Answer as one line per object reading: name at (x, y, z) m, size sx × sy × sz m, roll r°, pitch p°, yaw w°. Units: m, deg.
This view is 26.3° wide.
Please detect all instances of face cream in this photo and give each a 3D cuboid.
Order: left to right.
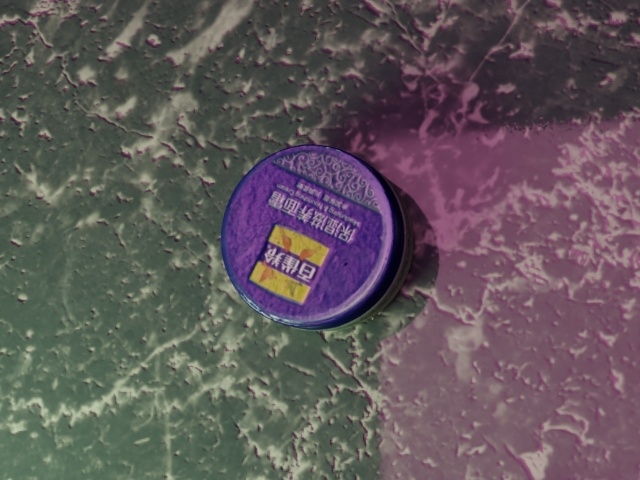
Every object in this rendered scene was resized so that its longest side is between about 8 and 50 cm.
face cream at (0.000, 0.000, 1.546) m, size 0.206 × 0.111 × 0.206 m, roll -3°, pitch 81°, yaw 18°
